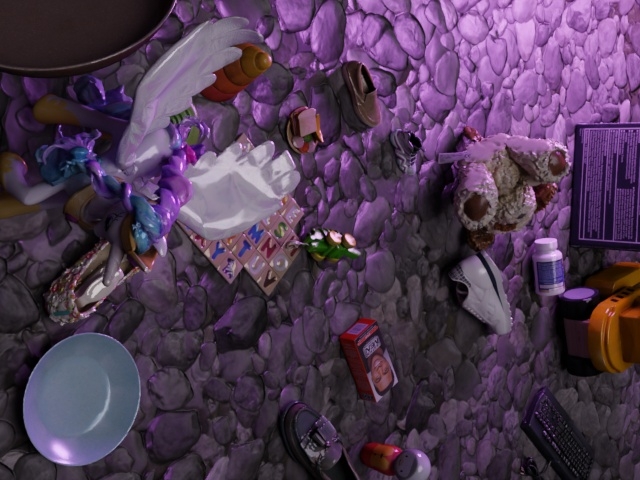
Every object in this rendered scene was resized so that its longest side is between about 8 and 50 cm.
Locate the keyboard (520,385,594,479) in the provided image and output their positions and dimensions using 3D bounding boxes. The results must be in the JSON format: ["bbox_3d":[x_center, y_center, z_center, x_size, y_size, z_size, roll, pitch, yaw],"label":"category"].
[{"bbox_3d":[0.551,0.501,2.418,0.317,0.033,0.202,49,61,-34],"label":"keyboard"}]

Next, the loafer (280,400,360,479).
[{"bbox_3d":[0.021,0.394,1.854,0.096,0.084,0.268,-46,123,-31],"label":"loafer"}]

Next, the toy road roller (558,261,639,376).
[{"bbox_3d":[0.725,0.194,2.414,0.329,0.240,0.203,-22,109,-41],"label":"toy road roller"}]

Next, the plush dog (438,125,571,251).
[{"bbox_3d":[0.365,-0.103,2.113,0.262,0.211,0.225,-30,133,-8],"label":"plush dog"}]

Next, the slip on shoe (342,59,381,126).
[{"bbox_3d":[0.084,-0.267,1.888,0.051,0.041,0.135,-41,120,-34],"label":"slip on shoe"}]

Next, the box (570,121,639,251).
[{"bbox_3d":[0.752,-0.121,2.377,0.182,0.294,0.297,-1,95,-44],"label":"box"}]

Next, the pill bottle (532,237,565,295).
[{"bbox_3d":[0.508,0.058,2.311,0.067,0.067,0.120,-19,107,-42],"label":"pill bottle"}]

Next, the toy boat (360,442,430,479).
[{"bbox_3d":[0.163,0.532,1.960,0.267,0.148,0.318,-26,112,-40],"label":"toy boat"}]

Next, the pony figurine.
[{"bbox_3d":[-0.231,-0.105,1.338,0.351,0.363,0.303,-44,133,-24],"label":"pony figurine"}]

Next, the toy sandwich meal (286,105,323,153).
[{"bbox_3d":[-0.025,-0.191,1.796,0.085,0.029,0.086,-5,97,-44],"label":"toy sandwich meal"}]

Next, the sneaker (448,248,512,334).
[{"bbox_3d":[0.331,0.118,2.145,0.094,0.090,0.235,-29,129,-4],"label":"sneaker"}]

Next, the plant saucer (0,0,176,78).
[{"bbox_3d":[-0.337,-0.306,1.333,0.310,0.310,0.050,-45,154,-32],"label":"plant saucer"}]

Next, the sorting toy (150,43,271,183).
[{"bbox_3d":[-0.190,-0.193,1.570,0.366,0.126,0.127,-53,127,-28],"label":"sorting toy"}]

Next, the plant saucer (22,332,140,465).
[{"bbox_3d":[-0.353,0.229,1.508,0.195,0.037,0.195,-4,95,-44],"label":"plant saucer"}]

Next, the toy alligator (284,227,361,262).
[{"bbox_3d":[0.000,0.000,1.825,0.189,0.056,0.051,10,47,-46],"label":"toy alligator"}]

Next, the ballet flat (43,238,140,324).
[{"bbox_3d":[-0.300,0.036,1.515,0.241,0.077,0.091,-51,125,-29],"label":"ballet flat"}]

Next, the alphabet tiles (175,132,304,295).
[{"bbox_3d":[-0.120,-0.027,1.733,0.237,0.009,0.198,53,59,-33],"label":"alphabet tiles"}]

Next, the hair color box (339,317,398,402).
[{"bbox_3d":[0.091,0.224,1.936,0.072,0.043,0.141,-39,120,-36],"label":"hair color box"}]

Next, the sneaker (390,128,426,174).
[{"bbox_3d":[0.176,-0.166,1.967,0.038,0.069,0.098,-46,123,-31],"label":"sneaker"}]
